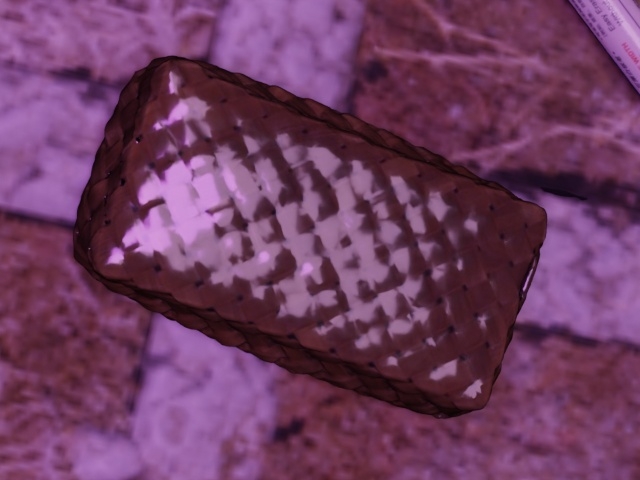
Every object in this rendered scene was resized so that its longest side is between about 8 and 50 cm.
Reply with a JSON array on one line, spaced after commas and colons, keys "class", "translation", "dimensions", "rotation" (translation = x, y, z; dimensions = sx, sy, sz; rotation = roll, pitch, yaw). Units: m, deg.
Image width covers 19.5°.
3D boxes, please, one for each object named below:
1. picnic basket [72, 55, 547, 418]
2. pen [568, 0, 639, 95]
[{"class": "picnic basket", "translation": [0.000, 0.000, 0.761], "dimensions": [0.193, 0.055, 0.110], "rotation": [21, 86, -13]}, {"class": "pen", "translation": [0.132, -0.089, 0.805], "dimensions": [0.025, 0.025, 0.204], "rotation": [-39, 99, -9]}]
